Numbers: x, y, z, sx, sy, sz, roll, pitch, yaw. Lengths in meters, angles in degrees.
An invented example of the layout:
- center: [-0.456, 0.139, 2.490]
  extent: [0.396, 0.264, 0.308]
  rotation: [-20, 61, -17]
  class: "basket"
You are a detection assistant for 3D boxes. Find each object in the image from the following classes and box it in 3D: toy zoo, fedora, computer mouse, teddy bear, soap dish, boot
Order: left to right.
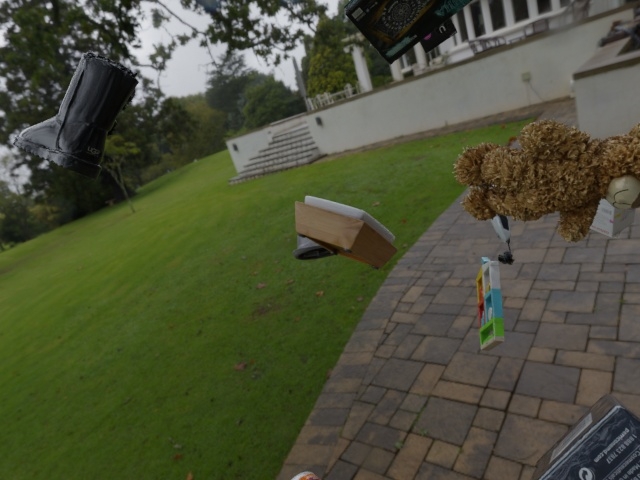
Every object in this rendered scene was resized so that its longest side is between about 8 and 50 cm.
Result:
- center: [-0.442, -0.234, 0.752]
  extent: [0.246, 0.208, 0.094]
  rotation: [19, -4, 34]
  class: "boot"
- center: [0.000, 0.000, 1.832]
  extent: [0.275, 0.125, 0.243]
  rotation: [-18, -16, 34]
  class: "fedora"
- center: [0.077, -0.017, 1.211]
  extent: [0.228, 0.118, 0.290]
  rotation: [19, -7, 32]
  class: "soap dish"
- center: [0.545, 0.193, 1.334]
  extent: [0.030, 0.294, 0.192]
  rotation: [2, -23, 9]
  class: "toy zoo"
- center: [0.493, -0.028, 1.127]
  extent: [0.042, 0.193, 0.106]
  rotation: [-8, -1, 18]
  class: "computer mouse"
- center: [0.396, -0.097, 0.701]
  extent: [0.337, 0.245, 0.113]
  rotation: [14, 44, 24]
  class: "teddy bear"

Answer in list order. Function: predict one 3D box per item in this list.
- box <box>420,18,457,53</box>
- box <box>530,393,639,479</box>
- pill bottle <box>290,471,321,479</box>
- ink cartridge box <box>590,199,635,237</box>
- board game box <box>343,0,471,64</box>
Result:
- center: [0.277, -0.508, 0.994]
  extent: [0.083, 0.062, 0.052]
  rotation: [-27, 24, 28]
  class: "box"
- center: [0.528, 0.447, 0.580]
  extent: [0.212, 0.293, 0.395]
  rotation: [-52, 55, 9]
  class: "box"
- center: [0.019, 0.584, 0.825]
  extent: [0.221, 0.121, 0.121]
  rotation: [19, 38, 42]
  class: "pill bottle"
- center: [0.794, -0.087, 1.135]
  extent: [0.089, 0.143, 0.092]
  rotation: [-30, 35, -10]
  class: "ink cartridge box"
- center: [0.146, -0.374, 0.634]
  extent: [0.186, 0.126, 0.026]
  rotation: [-29, 50, 31]
  class: "board game box"
